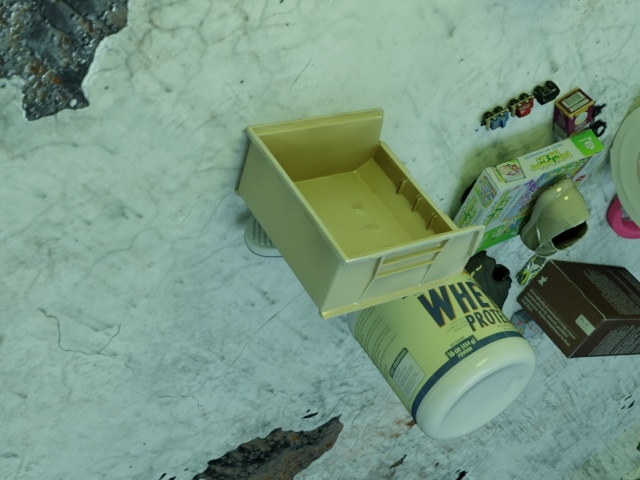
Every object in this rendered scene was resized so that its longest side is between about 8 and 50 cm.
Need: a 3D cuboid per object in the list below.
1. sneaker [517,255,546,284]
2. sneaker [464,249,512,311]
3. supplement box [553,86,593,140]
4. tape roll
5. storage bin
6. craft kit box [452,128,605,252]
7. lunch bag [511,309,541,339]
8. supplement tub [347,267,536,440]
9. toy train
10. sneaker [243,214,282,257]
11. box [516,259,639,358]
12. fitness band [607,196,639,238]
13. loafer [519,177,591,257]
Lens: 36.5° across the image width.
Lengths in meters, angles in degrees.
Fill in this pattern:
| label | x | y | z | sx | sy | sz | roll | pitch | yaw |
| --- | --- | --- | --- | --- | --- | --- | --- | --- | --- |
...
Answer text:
| label | x | y | z | sx | sy | sz | roll | pitch | yaw |
| --- | --- | --- | --- | --- | --- | --- | --- | --- | --- |
| sneaker | 0.463 | 0.063 | 2.119 | 0.083 | 0.031 | 0.035 | -49 | 160 | 25 |
| sneaker | 0.346 | 0.115 | 2.003 | 0.130 | 0.109 | 0.286 | -44 | 150 | -1 |
| supplement box | 0.450 | -0.222 | 1.730 | 0.055 | 0.043 | 0.083 | -32 | 148 | -9 |
| tape roll | 0.694 | -0.137 | 1.853 | 0.100 | 0.286 | 0.286 | -18 | 143 | -28 |
| storage bin | 0.055 | -0.048 | 1.364 | 0.260 | 0.262 | 0.123 | -13 | 141 | -33 |
| craft kit box | 0.365 | -0.080 | 1.776 | 0.246 | 0.061 | 0.250 | -19 | 155 | -22 |
| lunch bag | 0.485 | 0.203 | 2.291 | 0.071 | 0.053 | 0.083 | -22 | 135 | -27 |
| supplement tub | 0.192 | 0.157 | 1.693 | 0.235 | 0.325 | 0.235 | -25 | 146 | -18 |
| toy train | 0.336 | -0.223 | 1.625 | 0.158 | 0.036 | 0.027 | -27 | 146 | -15 |
| sneaker | 0.001 | 0.001 | 1.527 | 0.282 | 0.102 | 0.161 | -17 | 146 | -29 |
| box | 0.651 | 0.163 | 2.272 | 0.381 | 0.191 | 0.143 | 8 | 126 | -48 |
| fitness band | 0.762 | -0.102 | 2.122 | 0.209 | 0.054 | 0.291 | 10 | 138 | -44 |
| loafer | 0.439 | -0.020 | 1.803 | 0.101 | 0.092 | 0.268 | -30 | 158 | -3 |
